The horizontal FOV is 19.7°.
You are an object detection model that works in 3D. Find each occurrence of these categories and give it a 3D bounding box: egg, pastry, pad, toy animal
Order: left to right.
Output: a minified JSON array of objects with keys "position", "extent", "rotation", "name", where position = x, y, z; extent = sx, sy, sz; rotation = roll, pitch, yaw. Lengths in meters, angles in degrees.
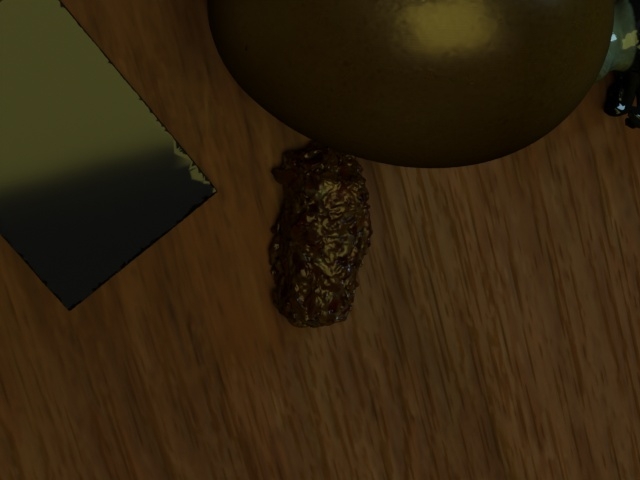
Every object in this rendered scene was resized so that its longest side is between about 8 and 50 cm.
[{"position":[-0.222,-0.080,1.540],"extent":[0.170,0.006,0.245],"rotation":[-39,111,0],"name":"pad"},{"position":[0.003,0.000,1.592],"extent":[0.087,0.063,0.169],"rotation":[-2,107,-12],"name":"pastry"},{"position":[0.072,-0.182,1.455],"extent":[0.322,0.250,0.250],"rotation":[-1,106,-10],"name":"egg"},{"position":[0.306,-0.169,1.605],"extent":[0.225,0.094,0.121],"rotation":[-13,107,-9],"name":"toy animal"}]
